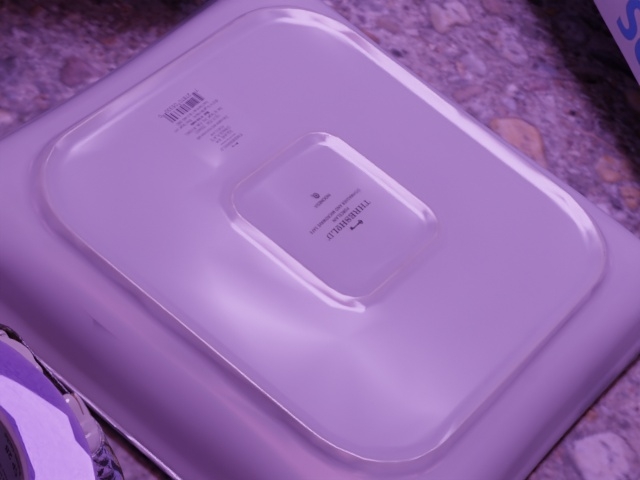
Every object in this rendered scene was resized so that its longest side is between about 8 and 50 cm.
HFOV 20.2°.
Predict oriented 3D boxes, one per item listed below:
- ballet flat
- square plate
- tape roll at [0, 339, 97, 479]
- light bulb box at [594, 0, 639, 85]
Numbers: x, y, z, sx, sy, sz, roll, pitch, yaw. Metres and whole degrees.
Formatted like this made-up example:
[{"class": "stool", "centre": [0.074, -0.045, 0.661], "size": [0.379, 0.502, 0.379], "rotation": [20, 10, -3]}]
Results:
[{"class": "ballet flat", "centre": [-0.135, 0.081, 0.867], "size": [0.114, 0.041, 0.041], "rotation": [44, 48, 16]}, {"class": "square plate", "centre": [0.000, 0.000, 0.991], "size": [0.344, 0.049, 0.347], "rotation": [39, 46, 12]}, {"class": "tape roll", "centre": [-0.196, 0.123, 0.774], "size": [0.189, 0.080, 0.189], "rotation": [12, 46, -13]}, {"class": "light bulb box", "centre": [0.372, -0.213, 1.173], "size": [0.361, 0.225, 0.358], "rotation": [-6, 60, -35]}]
